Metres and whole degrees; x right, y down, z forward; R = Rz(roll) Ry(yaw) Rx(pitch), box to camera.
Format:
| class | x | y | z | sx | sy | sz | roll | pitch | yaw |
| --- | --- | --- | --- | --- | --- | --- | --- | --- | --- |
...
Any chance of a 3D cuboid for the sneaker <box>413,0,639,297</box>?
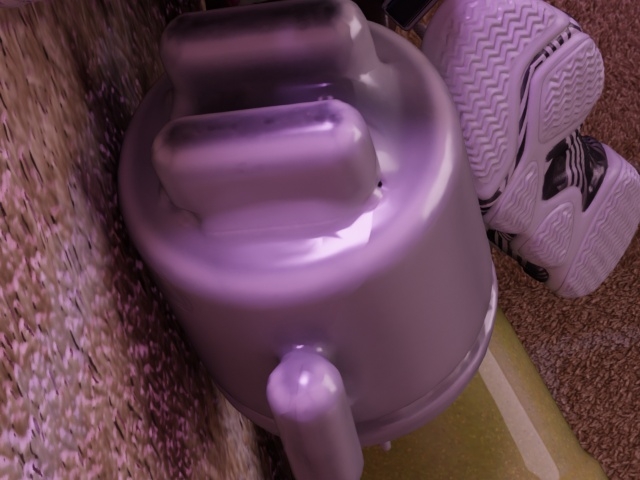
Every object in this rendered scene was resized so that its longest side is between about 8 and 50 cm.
| class | x | y | z | sx | sy | sz | roll | pitch | yaw |
| --- | --- | --- | --- | --- | --- | --- | --- | --- | --- |
| sneaker | 0.098 | -0.090 | 1.195 | 0.137 | 0.210 | 0.366 | -55 | 149 | -7 |

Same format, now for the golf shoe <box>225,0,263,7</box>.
| class | x | y | z | sx | sy | sz | roll | pitch | yaw |
| --- | --- | --- | --- | --- | --- | --- | --- | --- | --- |
| golf shoe | 0.022 | -0.192 | 0.891 | 0.306 | 0.140 | 0.115 | -161 | -116 | -73 |

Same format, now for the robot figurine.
| class | x | y | z | sx | sy | sz | roll | pitch | yaw |
| --- | --- | --- | --- | --- | --- | --- | --- | --- | --- |
| robot figurine | 0.000 | 0.000 | 1.013 | 0.353 | 0.200 | 0.300 | 69 | 22 | -56 |

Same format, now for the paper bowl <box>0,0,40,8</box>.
| class | x | y | z | sx | sy | sz | roll | pitch | yaw |
| --- | --- | --- | --- | --- | --- | --- | --- | --- | --- |
| paper bowl | -0.112 | -0.255 | 0.738 | 0.284 | 0.148 | 0.284 | -12 | 90 | -83 |

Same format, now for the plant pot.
| class | x | y | z | sx | sy | sz | roll | pitch | yaw |
| --- | --- | --- | --- | --- | --- | --- | --- | --- | --- |
| plant pot | 0.074 | 0.146 | 1.290 | 0.276 | 0.276 | 0.253 | -34 | 102 | -82 |

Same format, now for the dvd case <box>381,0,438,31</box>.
| class | x | y | z | sx | sy | sz | roll | pitch | yaw |
| --- | --- | --- | --- | --- | --- | --- | --- | --- | --- |
| dvd case | 0.133 | -0.247 | 1.090 | 0.029 | 0.238 | 0.179 | 42 | 17 | -7 |

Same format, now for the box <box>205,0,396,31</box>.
| class | x | y | z | sx | sy | sz | roll | pitch | yaw |
| --- | --- | --- | --- | --- | --- | --- | --- | --- | --- |
| box | -0.022 | -0.325 | 1.203 | 0.191 | 0.143 | 0.381 | -75 | 160 | -75 |
